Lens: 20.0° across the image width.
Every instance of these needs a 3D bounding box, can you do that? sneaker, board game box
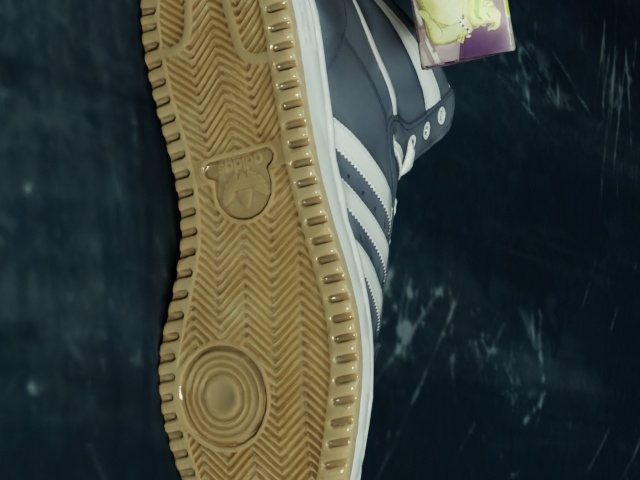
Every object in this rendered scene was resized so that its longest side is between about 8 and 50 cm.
[{"bbox_3d":[0.000,0.000,0.830,0.153,0.099,0.282,2,82,-63],"label":"sneaker"},{"bbox_3d":[0.055,-0.222,0.907,0.347,0.056,0.208,-78,153,-72],"label":"board game box"}]
